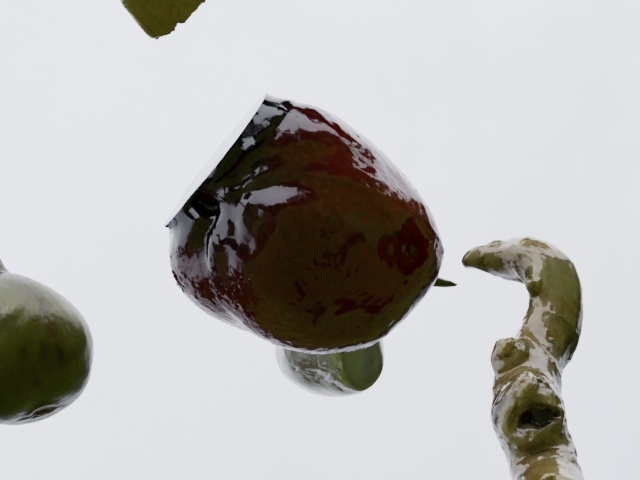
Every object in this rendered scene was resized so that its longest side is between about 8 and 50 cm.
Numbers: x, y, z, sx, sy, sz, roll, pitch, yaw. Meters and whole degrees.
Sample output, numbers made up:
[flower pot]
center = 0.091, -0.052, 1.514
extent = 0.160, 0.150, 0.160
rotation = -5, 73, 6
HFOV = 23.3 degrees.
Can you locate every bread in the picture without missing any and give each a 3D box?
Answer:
[bread]
center = -0.159, -0.251, 1.582
extent = 0.083, 0.035, 0.070
rotation = -35, -44, 10

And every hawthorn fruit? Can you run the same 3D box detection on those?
[hawthorn fruit]
center = 0.000, 0.000, 1.202
extent = 0.251, 0.189, 0.189
rotation = 27, -75, -34

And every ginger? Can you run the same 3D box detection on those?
[ginger]
center = 0.133, 0.087, 0.969
extent = 0.075, 0.288, 0.089
rotation = -22, -52, 18

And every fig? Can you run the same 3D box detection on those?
[fig]
center = -0.293, 0.085, 1.502
extent = 0.142, 0.186, 0.148
rotation = -5, -16, -11

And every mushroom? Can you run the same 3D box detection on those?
[mushroom]
center = 0.010, 0.095, 1.368
extent = 0.212, 0.097, 0.088
rotation = 92, -163, -79
